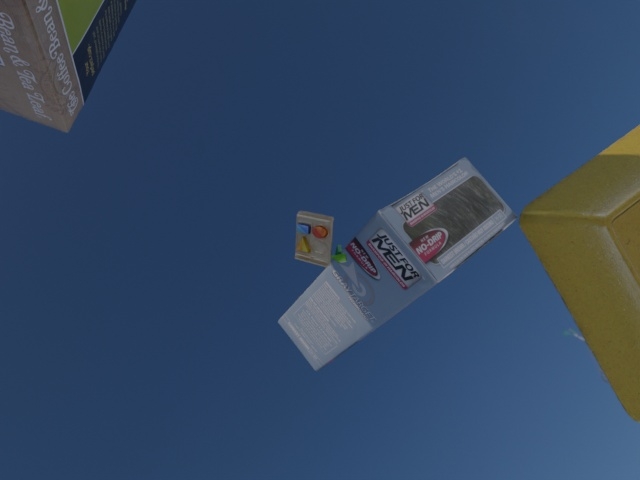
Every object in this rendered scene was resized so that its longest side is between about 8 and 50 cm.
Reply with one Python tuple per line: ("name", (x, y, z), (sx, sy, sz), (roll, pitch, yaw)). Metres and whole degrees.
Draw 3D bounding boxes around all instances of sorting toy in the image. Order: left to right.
("sorting toy", (0.000, 0.000, 0.691), (0.012, 0.083, 0.062), (-6, -74, -50))

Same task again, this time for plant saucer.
("plant saucer", (0.475, 0.021, 0.764), (0.333, 0.081, 0.332), (-33, -85, -18))

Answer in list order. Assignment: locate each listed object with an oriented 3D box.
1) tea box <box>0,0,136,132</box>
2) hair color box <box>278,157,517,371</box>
("tea box", (-0.302, -0.340, 0.541), (0.220, 0.329, 0.323), (19, -112, -8))
("hair color box", (0.093, 0.052, 0.853), (0.185, 0.113, 0.374), (-32, -11, -35))
